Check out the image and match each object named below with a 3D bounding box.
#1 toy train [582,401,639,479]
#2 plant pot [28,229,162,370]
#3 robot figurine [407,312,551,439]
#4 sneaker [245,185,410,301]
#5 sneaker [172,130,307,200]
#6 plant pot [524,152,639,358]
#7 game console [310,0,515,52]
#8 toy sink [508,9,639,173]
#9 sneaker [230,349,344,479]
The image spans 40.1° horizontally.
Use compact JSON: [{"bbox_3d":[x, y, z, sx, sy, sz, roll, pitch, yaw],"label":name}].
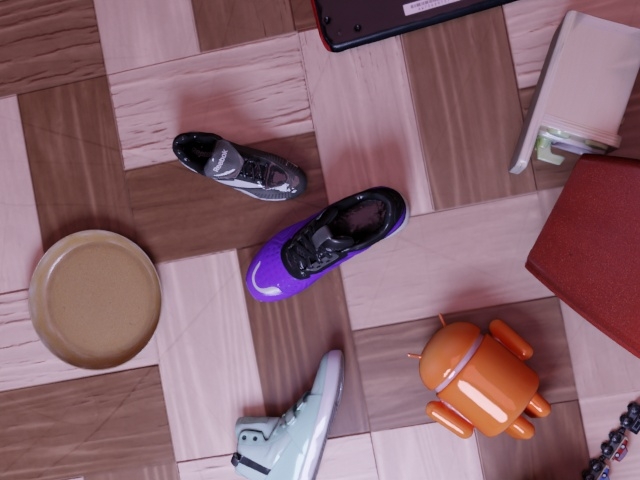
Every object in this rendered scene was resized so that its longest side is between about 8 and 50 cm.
[{"bbox_3d":[0.457,0.323,1.360,0.036,0.027,0.158,32,94,-4],"label":"toy train"},{"bbox_3d":[-0.375,0.100,1.477,0.236,0.032,0.236,0,89,9],"label":"plant pot"},{"bbox_3d":[0.244,0.210,1.341,0.219,0.128,0.158,39,116,6],"label":"robot figurine"},{"bbox_3d":[0.000,-0.001,1.365,0.293,0.146,0.102,-32,85,7],"label":"sneaker"},{"bbox_3d":[-0.137,-0.120,1.405,0.234,0.106,0.078,20,94,8],"label":"sneaker"},{"bbox_3d":[0.443,0.016,1.259,0.236,0.267,0.267,27,94,19],"label":"plant pot"},{"bbox_3d":[0.149,-0.511,1.398,0.387,0.060,0.342,-15,92,8],"label":"game console"},{"bbox_3d":[0.384,-0.198,1.308,0.131,0.153,0.234,18,92,7],"label":"toy sink"},{"bbox_3d":[-0.057,0.280,1.400,0.151,0.094,0.255,18,91,11],"label":"sneaker"}]
